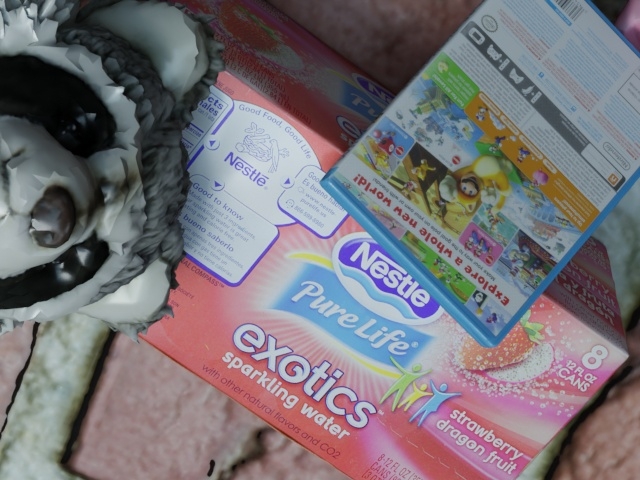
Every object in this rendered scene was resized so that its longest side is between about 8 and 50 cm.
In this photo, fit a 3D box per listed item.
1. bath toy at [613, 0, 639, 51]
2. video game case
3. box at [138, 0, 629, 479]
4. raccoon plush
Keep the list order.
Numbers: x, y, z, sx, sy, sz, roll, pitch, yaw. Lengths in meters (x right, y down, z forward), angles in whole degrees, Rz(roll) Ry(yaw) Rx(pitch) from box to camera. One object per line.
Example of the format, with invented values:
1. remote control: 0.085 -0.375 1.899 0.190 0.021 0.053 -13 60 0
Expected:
1. bath toy: 0.209 -0.149 0.982 0.348 0.151 0.129 45 74 -16
2. video game case: 0.095 -0.047 0.971 0.119 0.015 0.166 45 74 -11
3. box: 0.000 0.000 1.046 0.300 0.142 0.154 34 112 -12
4. raccoon plush: -0.243 -0.104 0.940 0.299 0.446 0.216 -2 128 -32
